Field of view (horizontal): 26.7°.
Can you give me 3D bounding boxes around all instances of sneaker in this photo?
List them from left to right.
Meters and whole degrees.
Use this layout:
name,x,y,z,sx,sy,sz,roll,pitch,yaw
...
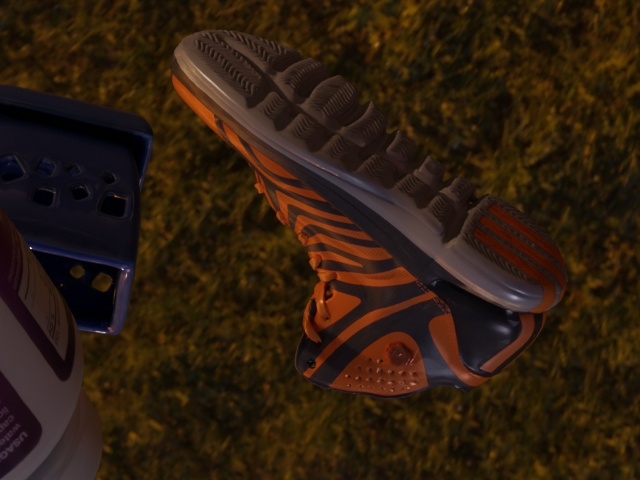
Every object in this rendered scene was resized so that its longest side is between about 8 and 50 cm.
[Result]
name,x,y,z,sx,sy,sz,roll,pitch,yaw
sneaker,0.000,0.000,0.956,0.321,0.124,0.180,39,124,8

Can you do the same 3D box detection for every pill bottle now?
name,x,y,z,sx,sy,sz,roll,pitch,yaw
pill bottle,-0.228,0.047,0.717,0.169,0.169,0.301,5,143,22

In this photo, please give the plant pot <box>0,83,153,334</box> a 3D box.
name,x,y,z,sx,sy,sz,roll,pitch,yaw
plant pot,-0.318,-0.041,1.571,0.236,0.212,0.236,13,153,-8
